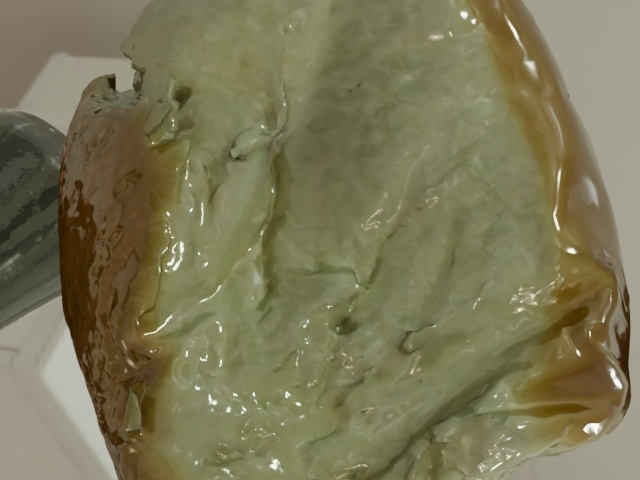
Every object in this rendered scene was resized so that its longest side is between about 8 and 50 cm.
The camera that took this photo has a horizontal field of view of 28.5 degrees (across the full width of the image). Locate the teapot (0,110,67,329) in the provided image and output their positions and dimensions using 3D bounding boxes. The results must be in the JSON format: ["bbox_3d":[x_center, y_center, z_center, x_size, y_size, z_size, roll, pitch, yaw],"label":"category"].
[{"bbox_3d":[-0.434,0.035,1.551,0.344,0.253,0.300,-45,161,-27],"label":"teapot"}]

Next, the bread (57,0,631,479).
[{"bbox_3d":[0.000,0.000,0.544,0.250,0.225,0.279,129,-54,-77],"label":"bread"}]
